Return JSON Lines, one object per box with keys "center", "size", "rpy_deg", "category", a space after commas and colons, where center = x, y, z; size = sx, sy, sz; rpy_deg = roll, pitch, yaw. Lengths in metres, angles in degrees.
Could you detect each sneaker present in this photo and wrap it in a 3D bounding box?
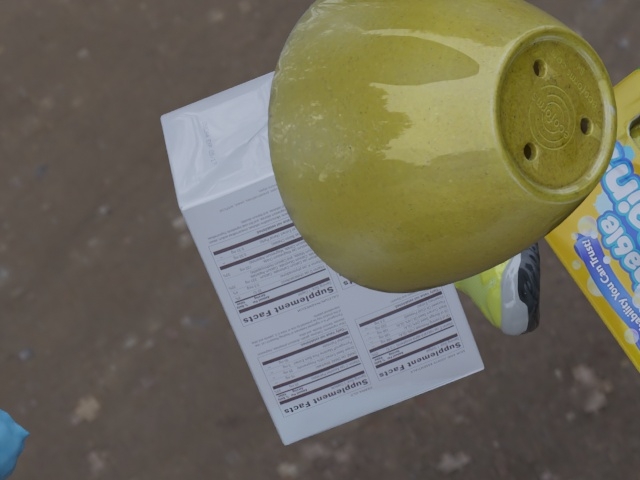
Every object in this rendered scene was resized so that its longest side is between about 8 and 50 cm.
{"center": [0.138, -0.024, 1.987], "size": [0.147, 0.145, 0.385], "rpy_deg": [-13, 41, -10], "category": "sneaker"}

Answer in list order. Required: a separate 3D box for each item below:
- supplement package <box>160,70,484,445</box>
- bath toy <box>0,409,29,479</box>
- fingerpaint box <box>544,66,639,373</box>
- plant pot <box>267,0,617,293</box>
{"center": [0.000, 0.000, 1.610], "size": [0.198, 0.263, 0.199], "rpy_deg": [-21, 29, 1], "category": "supplement package"}
{"center": [-0.220, 0.244, 0.952], "size": [0.129, 0.151, 0.348], "rpy_deg": [-40, 47, 50], "category": "bath toy"}
{"center": [0.441, 0.010, 1.556], "size": [0.371, 0.163, 0.445], "rpy_deg": [-38, 77, 21], "category": "fingerpaint box"}
{"center": [0.060, -0.047, 0.710], "size": [0.095, 0.134, 0.134], "rpy_deg": [-4, 41, 52], "category": "plant pot"}
